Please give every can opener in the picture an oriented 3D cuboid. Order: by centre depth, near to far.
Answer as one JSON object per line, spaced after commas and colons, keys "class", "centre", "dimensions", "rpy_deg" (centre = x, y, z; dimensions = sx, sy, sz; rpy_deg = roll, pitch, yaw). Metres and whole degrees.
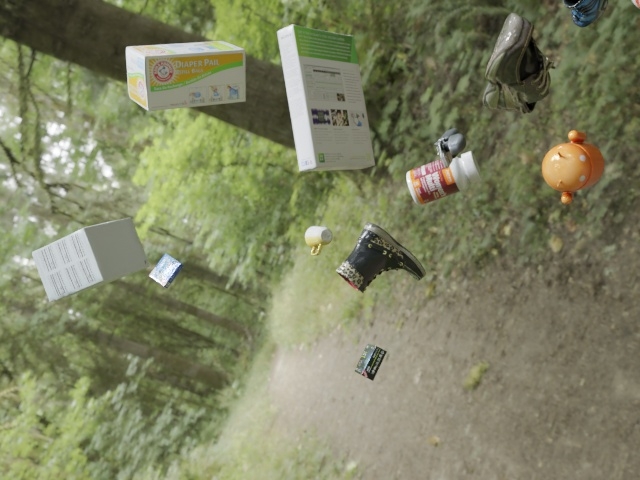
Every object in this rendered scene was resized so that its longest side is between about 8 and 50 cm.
{"class": "can opener", "centre": [0.394, -0.278, 2.188], "dimensions": [0.095, 0.076, 0.283], "rpy_deg": [-17, 12, 23]}

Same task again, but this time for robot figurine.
{"class": "robot figurine", "centre": [0.652, -0.189, 1.941], "dimensions": [0.219, 0.128, 0.158], "rpy_deg": [-12, -33, -52]}

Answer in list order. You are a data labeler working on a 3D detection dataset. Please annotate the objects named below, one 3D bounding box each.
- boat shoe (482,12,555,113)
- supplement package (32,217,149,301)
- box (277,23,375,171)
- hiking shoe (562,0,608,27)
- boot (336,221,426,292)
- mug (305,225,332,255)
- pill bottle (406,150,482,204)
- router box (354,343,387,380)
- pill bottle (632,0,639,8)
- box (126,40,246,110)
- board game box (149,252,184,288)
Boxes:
{"class": "boat shoe", "centre": [0.420, -0.357, 1.550], "dimensions": [0.355, 0.130, 0.132], "rpy_deg": [32, -101, -78]}
{"class": "supplement package", "centre": [-0.617, 0.050, 2.025], "dimensions": [0.203, 0.149, 0.194], "rpy_deg": [-21, 0, 27]}
{"class": "box", "centre": [0.017, -0.323, 1.739], "dimensions": [0.232, 0.058, 0.322], "rpy_deg": [-8, -90, -51]}
{"class": "hiking shoe", "centre": [0.681, -0.651, 1.973], "dimensions": [0.132, 0.113, 0.304], "rpy_deg": [-38, -21, -2]}
{"class": "boot", "centre": [0.171, 0.083, 2.132], "dimensions": [0.178, 0.236, 0.085], "rpy_deg": [-53, 19, -10]}
{"class": "mug", "centre": [0.002, -0.003, 1.994], "dimensions": [0.064, 0.062, 0.078], "rpy_deg": [-9, 95, 61]}
{"class": "pill bottle", "centre": [0.399, -0.203, 2.425], "dimensions": [0.221, 0.121, 0.121], "rpy_deg": [-20, 25, 19]}
{"class": "router box", "centre": [0.142, 0.344, 2.134], "dimensions": [0.092, 0.038, 0.122], "rpy_deg": [-63, 5, -8]}
{"class": "pill bottle", "centre": [0.829, -0.572, 1.685], "dimensions": [0.323, 0.181, 0.181], "rpy_deg": [53, 129, 44]}
{"class": "box", "centre": [-0.258, -0.320, 1.448], "dimensions": [0.114, 0.203, 0.103], "rpy_deg": [36, 131, 52]}
{"class": "board game box", "centre": [-0.486, 0.095, 2.371], "dimensions": [0.090, 0.090, 0.020], "rpy_deg": [-55, -42, -9]}
